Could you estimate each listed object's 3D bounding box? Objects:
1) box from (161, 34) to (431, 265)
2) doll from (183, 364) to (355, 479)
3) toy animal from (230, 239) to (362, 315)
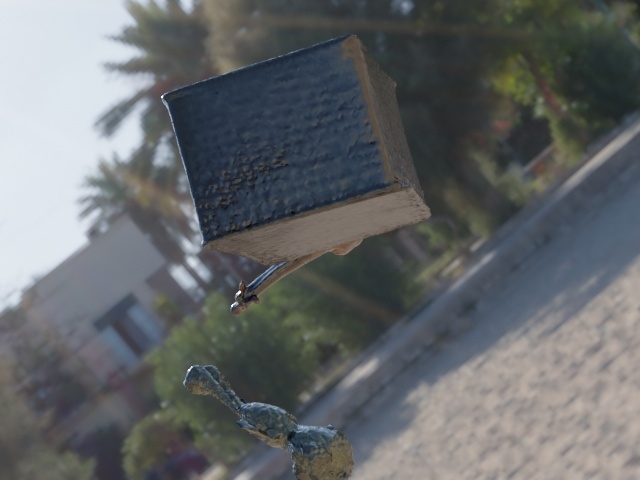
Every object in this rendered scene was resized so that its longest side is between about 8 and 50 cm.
[{"bbox_3d":[-0.009,-0.073,1.233,0.184,0.143,0.273,-16,-6,9],"label":"box"},{"bbox_3d":[-0.079,0.262,1.946,0.091,0.286,0.202,-59,-6,-5],"label":"doll"},{"bbox_3d":[0.000,0.000,1.562,0.224,0.066,0.229,-43,-5,12],"label":"toy animal"}]
